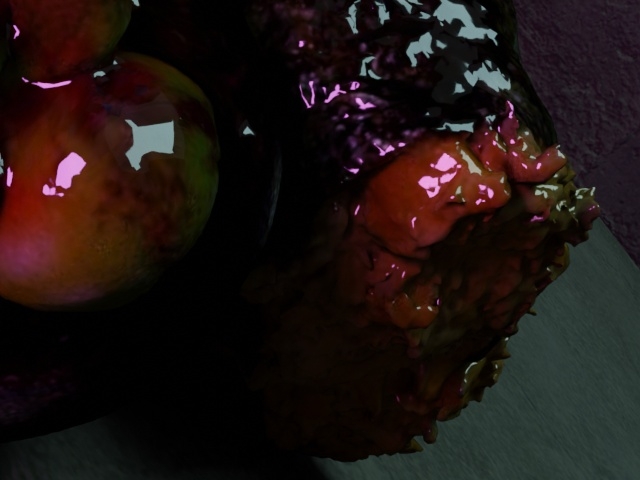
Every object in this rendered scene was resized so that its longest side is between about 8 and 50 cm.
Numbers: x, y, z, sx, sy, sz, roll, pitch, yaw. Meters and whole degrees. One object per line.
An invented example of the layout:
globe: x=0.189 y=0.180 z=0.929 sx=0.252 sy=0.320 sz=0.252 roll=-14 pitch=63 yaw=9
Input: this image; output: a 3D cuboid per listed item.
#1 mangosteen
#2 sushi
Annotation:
mangosteen: x=-0.154 y=-0.048 z=0.705 sx=0.287 sy=0.233 sz=0.287 roll=50 pitch=17 yaw=-21
sushi: x=0.000 y=0.000 z=0.923 sx=0.348 sy=0.234 sz=0.208 roll=102 pitch=-31 yaw=-57
